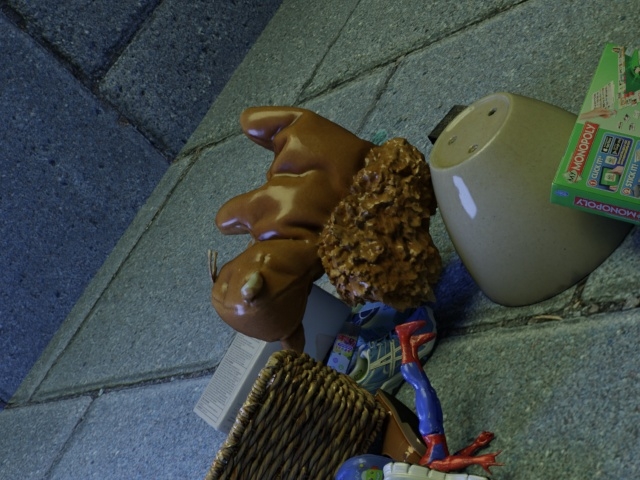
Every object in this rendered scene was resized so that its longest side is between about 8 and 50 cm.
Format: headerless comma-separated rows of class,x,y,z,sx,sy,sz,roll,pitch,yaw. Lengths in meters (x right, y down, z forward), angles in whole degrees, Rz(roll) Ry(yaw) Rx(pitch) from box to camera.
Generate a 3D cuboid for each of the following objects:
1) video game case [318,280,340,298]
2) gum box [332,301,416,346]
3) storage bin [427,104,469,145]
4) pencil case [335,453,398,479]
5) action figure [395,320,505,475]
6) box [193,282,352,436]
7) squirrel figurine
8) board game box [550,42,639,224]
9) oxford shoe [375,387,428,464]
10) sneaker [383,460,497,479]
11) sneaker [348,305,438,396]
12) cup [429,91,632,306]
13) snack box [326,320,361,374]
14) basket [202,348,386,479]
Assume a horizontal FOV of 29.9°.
video game case,-0.030,0.169,2.353,0.183,0.023,0.201,-26,31,42
gum box,0.108,0.113,2.171,0.184,0.041,0.157,-21,35,49
storage bin,0.294,-0.177,2.220,0.084,0.122,0.180,-49,22,-6
pencil case,0.062,0.436,1.607,0.119,0.133,0.306,5,38,5
action figure,0.190,0.248,1.682,0.139,0.091,0.280,-13,64,17
box,-0.088,0.216,2.179,0.311,0.121,0.148,-59,23,-5
squirrel figurine,0.000,0.000,1.971,0.397,0.281,0.370,4,49,30
board game box,0.485,-0.155,1.767,0.214,0.046,0.317,15,54,18
oxford shoe,0.113,0.292,1.823,0.076,0.076,0.212,-52,21,10
sneaker,0.173,0.351,1.558,0.208,0.081,0.094,3,65,29
sneaker,0.115,0.189,1.976,0.211,0.081,0.080,-52,22,-11
cup,0.311,-0.097,1.903,0.331,0.237,0.331,-39,23,19
snack box,0.036,0.199,2.052,0.141,0.037,0.100,-43,-29,-83
basket,-0.080,0.315,1.846,0.299,0.223,0.213,-63,22,3
